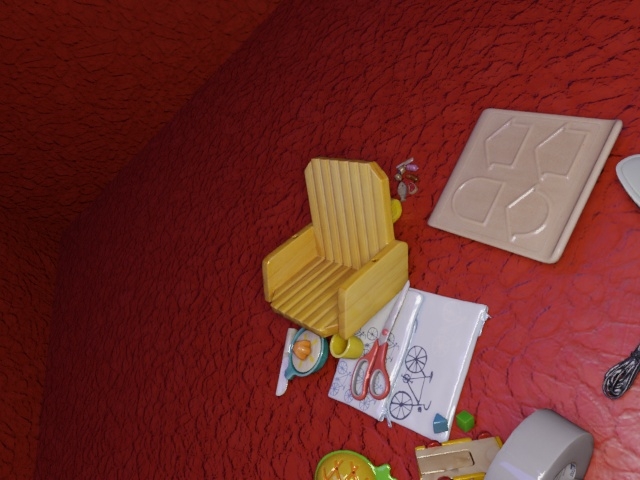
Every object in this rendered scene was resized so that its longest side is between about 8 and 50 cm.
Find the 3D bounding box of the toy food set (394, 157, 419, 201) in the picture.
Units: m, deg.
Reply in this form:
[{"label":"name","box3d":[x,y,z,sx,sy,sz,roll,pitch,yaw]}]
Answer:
[{"label":"toy food set","box3d":[0.237,-0.172,1.351,0.077,0.019,0.122,-27,53,30]}]

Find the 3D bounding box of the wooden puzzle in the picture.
[{"label":"wooden puzzle","box3d":[0.443,-0.130,1.105,0.347,0.080,0.322,23,85,51]}]

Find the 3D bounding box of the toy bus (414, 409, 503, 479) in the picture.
[{"label":"toy bus","box3d":[0.278,0.438,0.930,0.202,0.105,0.191,13,34,44]}]

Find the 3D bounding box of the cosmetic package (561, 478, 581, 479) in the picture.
[{"label":"cosmetic package","box3d":[0.431,0.480,0.736,0.183,0.151,0.152,29,90,47]}]

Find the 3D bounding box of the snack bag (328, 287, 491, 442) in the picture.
[{"label":"snack bag","box3d":[0.192,0.266,1.152,0.342,0.037,0.323,11,76,45]}]

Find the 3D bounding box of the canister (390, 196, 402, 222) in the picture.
[{"label":"canister","box3d":[0.122,-0.087,1.354,0.126,0.073,0.169,-40,42,-20]}]

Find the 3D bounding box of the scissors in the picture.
[{"label":"scissors","box3d":[0.140,0.233,1.175,0.109,0.021,0.297,-2,68,44]}]

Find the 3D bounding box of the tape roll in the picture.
[{"label":"tape roll","box3d":[0.352,0.388,0.806,0.072,0.219,0.219,29,89,48]}]

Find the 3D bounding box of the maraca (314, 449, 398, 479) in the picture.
[{"label":"maraca","box3d":[0.077,0.531,1.079,0.185,0.099,0.127,5,79,17]}]

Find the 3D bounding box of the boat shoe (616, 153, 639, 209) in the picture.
[{"label":"boat shoe","box3d":[0.636,-0.036,0.861,0.114,0.091,0.303,-26,48,5]}]

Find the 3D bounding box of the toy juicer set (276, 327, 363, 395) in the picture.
[{"label":"toy juicer set","box3d":[-0.035,0.257,1.304,0.329,0.089,0.209,-36,44,34]}]

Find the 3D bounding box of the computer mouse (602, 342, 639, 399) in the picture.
[{"label":"computer mouse","box3d":[0.604,0.243,0.772,0.184,0.060,0.262,-58,32,8]}]

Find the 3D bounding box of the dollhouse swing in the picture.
[{"label":"dollhouse swing","box3d":[0.000,0.000,1.231,0.315,0.305,0.346,-37,32,-26]}]
